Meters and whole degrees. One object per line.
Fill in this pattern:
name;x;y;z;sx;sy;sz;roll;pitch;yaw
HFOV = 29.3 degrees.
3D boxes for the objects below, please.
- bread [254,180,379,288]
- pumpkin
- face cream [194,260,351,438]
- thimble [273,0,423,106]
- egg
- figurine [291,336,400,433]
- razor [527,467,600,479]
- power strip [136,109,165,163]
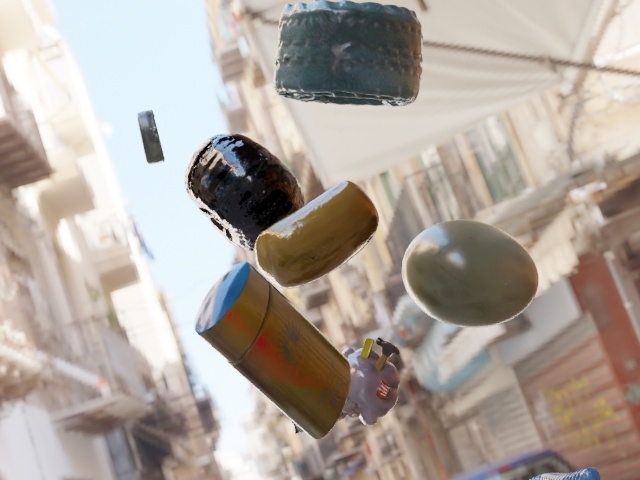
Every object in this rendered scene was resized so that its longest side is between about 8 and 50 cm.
bread;0.000;0.000;2.000;0.217;0.098;0.147;-35;-32;-10
pumpkin;-0.130;-0.086;2.157;0.163;0.233;0.233;-48;-8;-10
face cream;-0.062;0.146;1.685;0.067;0.139;0.285;-11;-42;35
thimble;0.048;-0.276;1.830;0.235;0.143;0.198;4;2;-25
egg;0.260;0.059;2.117;0.242;0.186;0.186;14;-20;-9
figurine;0.050;0.256;2.068;0.229;0.137;0.112;-29;-33;15
razor;0.392;0.411;2.061;0.082;0.042;0.253;-13;-11;-23
power strip;-0.263;-0.157;1.895;0.029;0.080;0.227;-13;4;-6
